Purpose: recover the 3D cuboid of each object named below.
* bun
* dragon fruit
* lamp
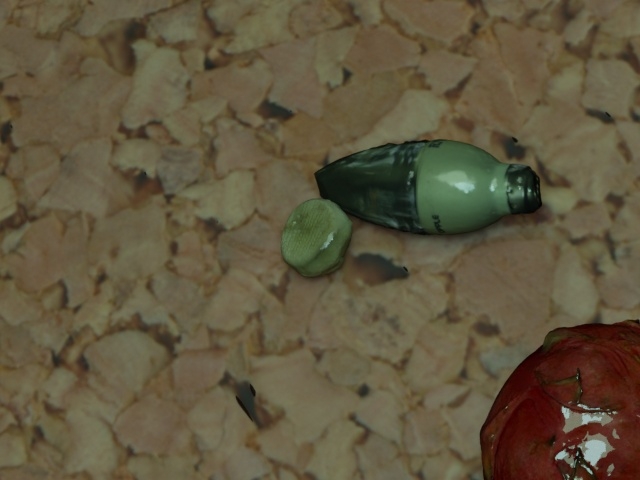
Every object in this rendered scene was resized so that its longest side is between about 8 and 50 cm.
[{"bbox_3d":[0.000,0.000,1.954,0.086,0.055,0.086,-22,53,33],"label":"bun"},{"bbox_3d":[0.263,0.192,1.715,0.241,0.241,0.252,14,85,19],"label":"dragon fruit"},{"bbox_3d":[0.107,-0.055,1.932,0.250,0.101,0.101,1,67,26],"label":"lamp"}]
